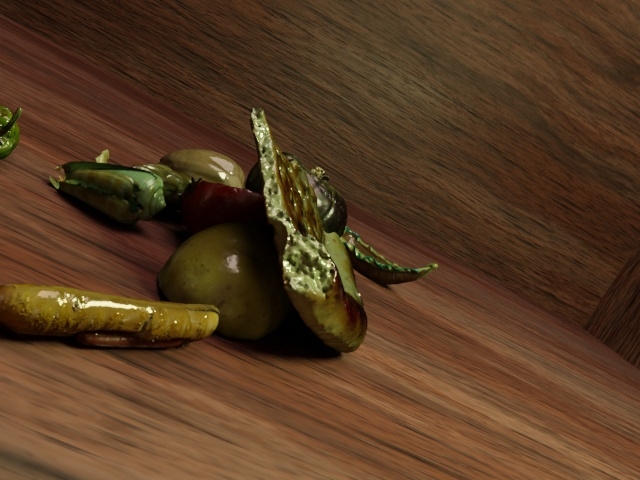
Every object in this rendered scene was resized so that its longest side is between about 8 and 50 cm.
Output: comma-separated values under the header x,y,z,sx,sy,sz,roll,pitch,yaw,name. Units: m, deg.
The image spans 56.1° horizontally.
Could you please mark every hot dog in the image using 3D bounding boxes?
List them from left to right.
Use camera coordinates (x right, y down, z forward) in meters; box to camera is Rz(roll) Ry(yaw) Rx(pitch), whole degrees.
x,y,z,sx,sy,sz,roll,pitch,yaw,name
-0.172,0.070,0.524,0.066,0.047,0.216,-8,-14,33,hot dog

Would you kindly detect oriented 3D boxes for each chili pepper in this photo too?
x,y,z,sx,sy,sz,roll,pitch,yaw,name
-0.436,-0.144,0.792,0.072,0.073,0.204,4,10,-28,chili pepper

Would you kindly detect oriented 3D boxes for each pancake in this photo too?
x,y,z,sx,sy,sz,roll,pitch,yaw,name
0.001,0.005,0.826,0.427,0.067,0.304,46,26,-73,pancake

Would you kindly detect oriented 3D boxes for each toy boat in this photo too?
x,y,z,sx,sy,sz,roll,pitch,yaw,name
0.134,0.044,1.410,0.293,0.099,0.108,27,8,37,toy boat

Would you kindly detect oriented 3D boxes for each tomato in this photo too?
x,y,z,sx,sy,sz,roll,pitch,yaw,name
-0.133,-0.021,0.916,0.173,0.099,0.189,24,-9,-29,tomato

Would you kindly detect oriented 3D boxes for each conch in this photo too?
x,y,z,sx,sy,sz,roll,pitch,yaw,name
-0.297,-0.070,0.826,0.170,0.079,0.106,15,3,3,conch

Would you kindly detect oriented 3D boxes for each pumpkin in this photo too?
x,y,z,sx,sy,sz,roll,pitch,yaw,name
-0.043,-0.080,1.234,0.238,0.159,0.238,48,5,-6,pumpkin

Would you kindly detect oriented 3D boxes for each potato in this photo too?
x,y,z,sx,sy,sz,roll,pitch,yaw,name
-0.095,0.031,0.772,0.160,0.111,0.272,33,11,10,potato

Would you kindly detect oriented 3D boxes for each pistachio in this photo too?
x,y,z,sx,sy,sz,roll,pitch,yaw,name
-0.231,-0.123,1.179,0.186,0.108,0.126,23,-18,-2,pistachio

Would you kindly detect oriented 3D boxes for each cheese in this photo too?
x,y,z,sx,sy,sz,roll,pitch,yaw,name
-0.340,-0.111,0.983,0.084,0.041,0.060,42,9,-34,cheese

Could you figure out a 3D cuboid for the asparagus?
x,y,z,sx,sy,sz,roll,pitch,yaw,name
-0.233,-0.075,1.000,0.080,0.080,0.287,33,1,18,asparagus
